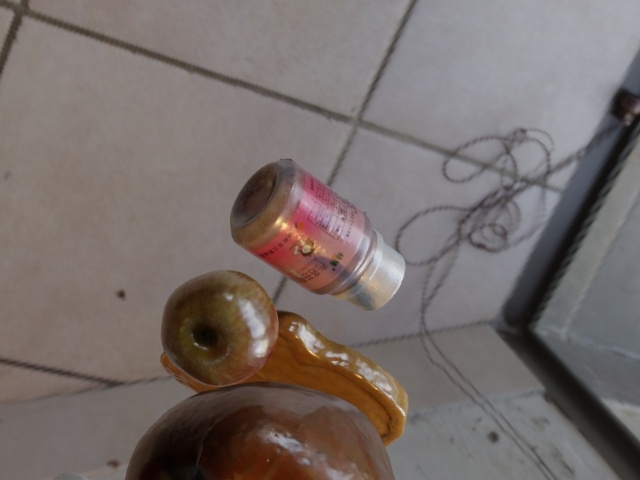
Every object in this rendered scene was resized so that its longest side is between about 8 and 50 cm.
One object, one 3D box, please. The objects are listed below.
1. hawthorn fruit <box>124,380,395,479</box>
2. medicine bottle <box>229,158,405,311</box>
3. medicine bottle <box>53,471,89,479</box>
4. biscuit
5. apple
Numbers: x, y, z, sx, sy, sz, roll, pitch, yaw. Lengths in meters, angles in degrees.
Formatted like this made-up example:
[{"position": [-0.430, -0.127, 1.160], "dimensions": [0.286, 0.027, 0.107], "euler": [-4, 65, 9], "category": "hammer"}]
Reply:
[{"position": [-0.055, 0.252, 1.072], "dimensions": [0.268, 0.267, 0.301], "euler": [-32, 166, -2], "category": "hawthorn fruit"}, {"position": [0.000, 0.000, 1.630], "dimensions": [0.247, 0.147, 0.147], "euler": [35, 101, -26], "category": "medicine bottle"}, {"position": [-0.366, 0.426, 1.494], "dimensions": [0.237, 0.139, 0.139], "euler": [-56, 131, -34], "category": "medicine bottle"}, {"position": [-0.058, 0.230, 1.790], "dimensions": [0.365, 0.385, 0.062], "euler": [38, 56, -21], "category": "biscuit"}, {"position": [-0.123, 0.105, 1.393], "dimensions": [0.146, 0.131, 0.146], "euler": [0, 92, 16], "category": "apple"}]
